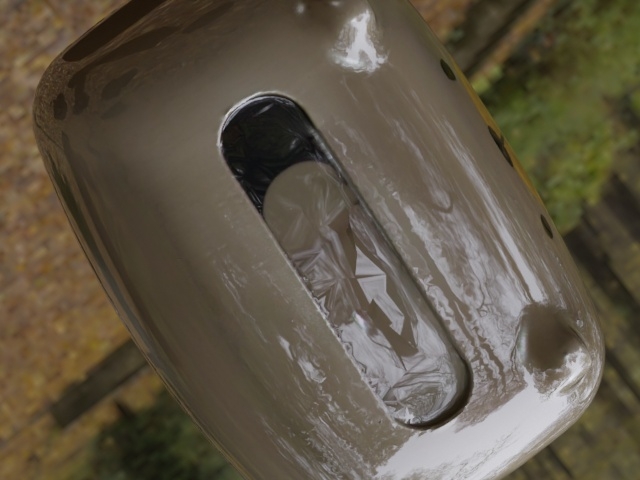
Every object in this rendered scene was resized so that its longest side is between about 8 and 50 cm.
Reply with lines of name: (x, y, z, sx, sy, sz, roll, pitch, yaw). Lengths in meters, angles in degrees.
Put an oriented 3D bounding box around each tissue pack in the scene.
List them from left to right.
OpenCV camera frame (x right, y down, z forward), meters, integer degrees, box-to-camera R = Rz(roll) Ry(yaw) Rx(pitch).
tissue pack: (0.000, 0.000, 1.155, 0.267, 0.387, 0.277, -33, -172, -7)
